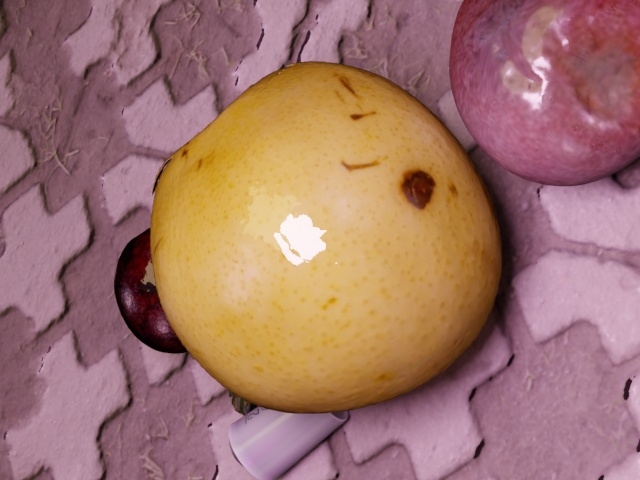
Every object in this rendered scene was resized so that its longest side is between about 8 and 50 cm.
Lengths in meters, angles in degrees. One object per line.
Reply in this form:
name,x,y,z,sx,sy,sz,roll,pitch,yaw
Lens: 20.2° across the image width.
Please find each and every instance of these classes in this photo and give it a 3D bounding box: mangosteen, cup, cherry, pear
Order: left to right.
mangosteen,-0.149,0.051,1.975,0.152,0.152,0.152,-18,61,36
cup,-0.034,0.185,1.873,0.116,0.074,0.104,-39,22,19
pear,0.000,0.000,1.727,0.348,0.348,0.348,-18,61,36
cherry,0.232,-0.168,1.698,0.239,0.206,0.239,-60,12,21

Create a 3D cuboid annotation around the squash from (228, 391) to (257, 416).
squash,-0.041,0.033,1.936,0.071,0.080,0.318,13,80,4
